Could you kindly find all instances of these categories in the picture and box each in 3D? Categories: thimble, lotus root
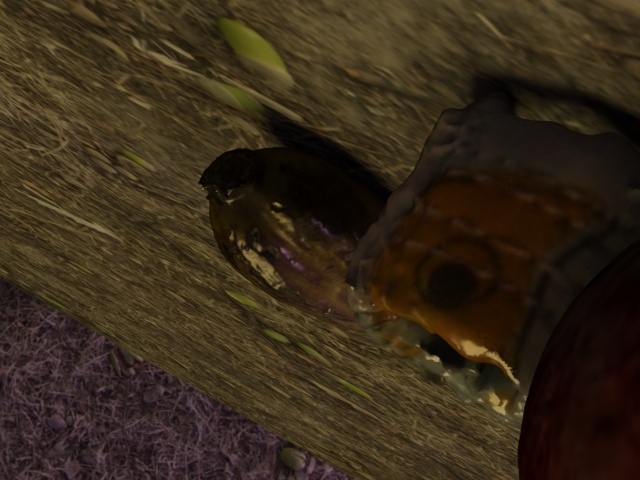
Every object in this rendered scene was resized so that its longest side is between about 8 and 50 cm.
[{"bbox_3d":[0.096,0.017,0.659,0.127,0.118,0.151,24,169,38],"label":"thimble"},{"bbox_3d":[0.000,0.000,0.894,0.179,0.089,0.080,33,-155,-34],"label":"lotus root"}]

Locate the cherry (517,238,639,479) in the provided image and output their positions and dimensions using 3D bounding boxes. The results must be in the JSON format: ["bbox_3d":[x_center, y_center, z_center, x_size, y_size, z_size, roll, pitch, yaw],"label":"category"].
[{"bbox_3d":[0.178,0.083,0.503,0.230,0.203,0.300,-9,167,-12],"label":"cherry"}]
